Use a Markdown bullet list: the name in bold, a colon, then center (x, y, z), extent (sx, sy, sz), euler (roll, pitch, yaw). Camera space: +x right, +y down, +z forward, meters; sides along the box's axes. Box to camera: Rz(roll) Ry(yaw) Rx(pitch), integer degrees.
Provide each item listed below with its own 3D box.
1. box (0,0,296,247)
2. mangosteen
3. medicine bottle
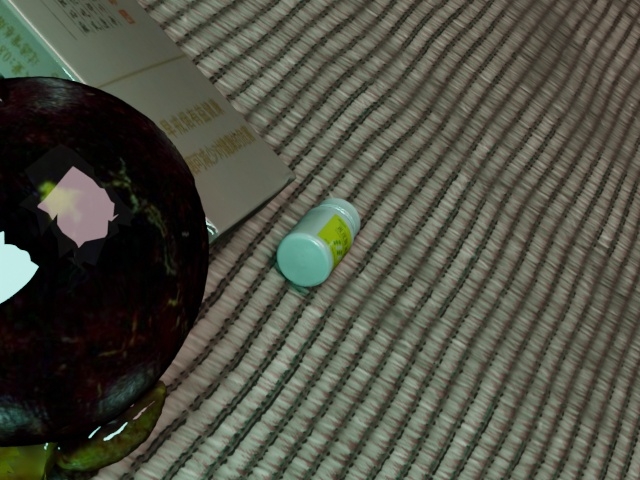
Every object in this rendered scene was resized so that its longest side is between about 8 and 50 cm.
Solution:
- **box**: center (-0.180, -0.148, 1.222), extent (0.365, 0.051, 0.204), euler (48, 21, 0)
- **mangosteen**: center (-0.169, 0.034, 0.951), extent (0.228, 0.228, 0.265), euler (-71, 151, -54)
- **medicine bottle**: center (0.000, 0.000, 1.310), extent (0.047, 0.047, 0.083), euler (46, 33, -3)
